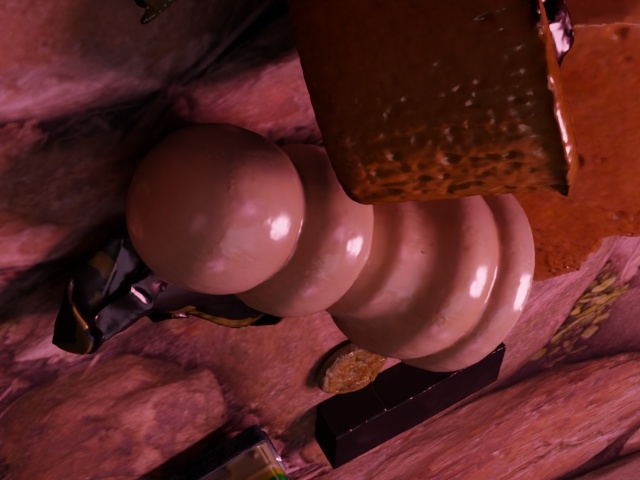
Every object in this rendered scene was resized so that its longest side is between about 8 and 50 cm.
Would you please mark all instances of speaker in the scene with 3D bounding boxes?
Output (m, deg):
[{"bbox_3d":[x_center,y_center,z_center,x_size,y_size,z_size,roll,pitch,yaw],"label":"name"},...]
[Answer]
[{"bbox_3d":[0.097,0.166,1.496,0.218,0.044,0.082,-26,151,-17],"label":"speaker"}]

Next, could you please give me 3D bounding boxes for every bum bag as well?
[{"bbox_3d":[-0.097,0.034,1.062,0.232,0.060,0.107,-5,134,-44],"label":"bum bag"}]

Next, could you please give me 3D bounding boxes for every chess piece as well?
[{"bbox_3d":[0.000,0.000,0.997,0.299,0.167,0.167,14,126,-40],"label":"chess piece"}]

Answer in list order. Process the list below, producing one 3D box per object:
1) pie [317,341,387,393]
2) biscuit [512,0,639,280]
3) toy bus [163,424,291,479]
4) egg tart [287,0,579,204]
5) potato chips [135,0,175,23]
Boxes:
[{"bbox_3d":[0.034,0.125,1.390,0.084,0.021,0.084,-23,147,-16],"label":"pie"},{"bbox_3d":[0.198,-0.075,1.136,0.269,0.051,0.376,-4,148,1],"label":"biscuit"},{"bbox_3d":[-0.062,0.320,1.434,0.133,0.165,0.276,-31,151,-6],"label":"toy bus"},{"bbox_3d":[0.078,-0.114,0.876,0.170,0.215,0.215,-17,152,5],"label":"egg tart"},{"bbox_3d":[-0.022,-0.192,0.830,0.207,0.028,0.092,-23,151,-19],"label":"potato chips"}]
